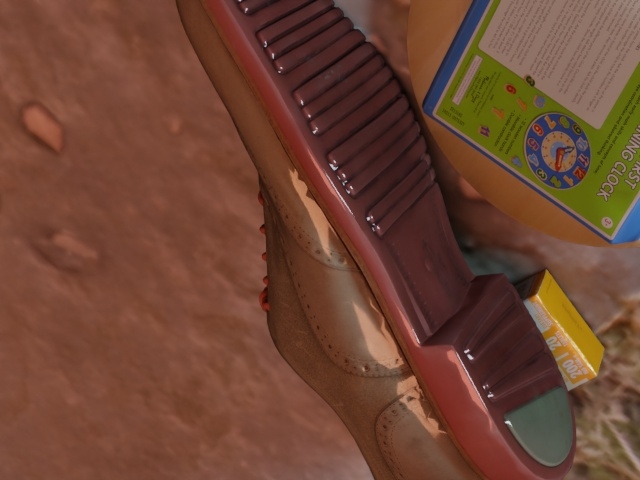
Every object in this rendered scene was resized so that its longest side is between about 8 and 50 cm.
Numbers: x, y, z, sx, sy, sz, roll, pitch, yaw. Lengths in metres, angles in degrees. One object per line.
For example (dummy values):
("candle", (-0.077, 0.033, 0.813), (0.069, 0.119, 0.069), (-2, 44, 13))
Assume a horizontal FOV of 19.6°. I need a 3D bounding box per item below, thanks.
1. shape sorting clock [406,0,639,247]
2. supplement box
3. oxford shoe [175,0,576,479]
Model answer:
("shape sorting clock", (0.141, -0.090, 0.973), (0.206, 0.040, 0.206), (16, 122, 27))
("supplement box", (0.106, 0.069, 1.076), (0.098, 0.036, 0.062), (-32, 103, 28))
("oxford shoe", (0.000, 0.000, 1.009), (0.130, 0.123, 0.348), (-27, 92, 33))
